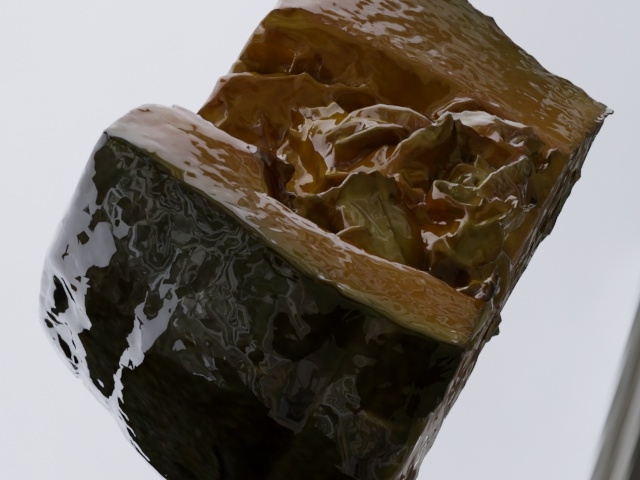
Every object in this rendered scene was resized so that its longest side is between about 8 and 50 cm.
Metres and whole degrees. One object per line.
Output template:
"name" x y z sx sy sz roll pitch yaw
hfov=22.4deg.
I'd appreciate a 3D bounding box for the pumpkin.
"pumpkin" 0.001 0.001 0.515 0.248 0.131 0.126 -45 -20 -58
